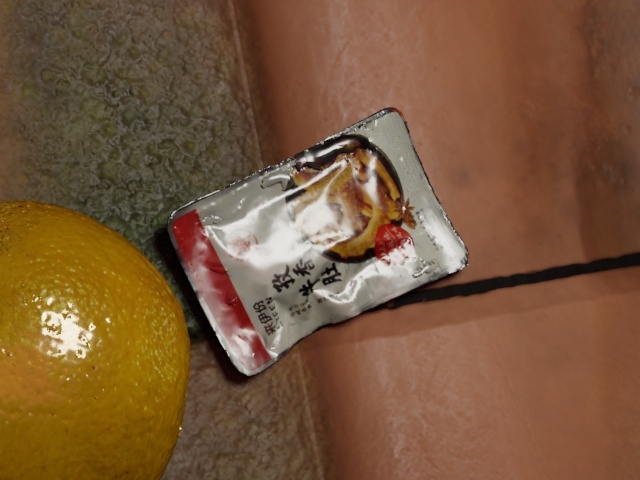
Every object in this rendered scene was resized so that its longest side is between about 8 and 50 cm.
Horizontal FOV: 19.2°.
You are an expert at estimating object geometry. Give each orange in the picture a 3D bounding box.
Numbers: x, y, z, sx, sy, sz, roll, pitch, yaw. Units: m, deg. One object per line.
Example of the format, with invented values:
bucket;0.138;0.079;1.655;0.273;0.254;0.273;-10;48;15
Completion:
orange;-0.232;0.101;1.396;0.274;0.274;0.274;2;82;-16

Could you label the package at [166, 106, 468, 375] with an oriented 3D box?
package;0.000;0.000;1.598;0.239;0.030;0.154;-27;93;-19
